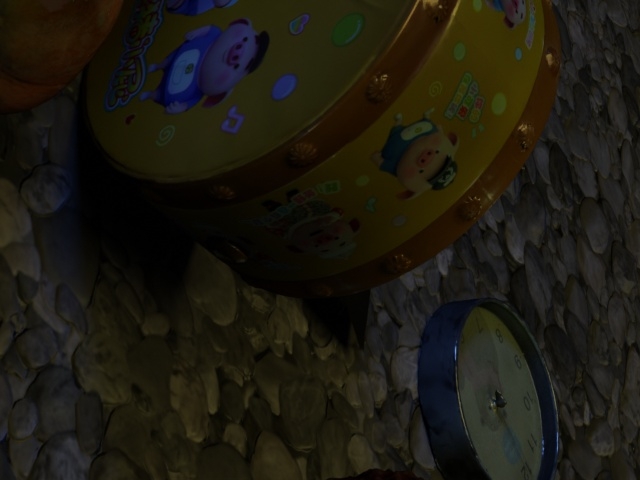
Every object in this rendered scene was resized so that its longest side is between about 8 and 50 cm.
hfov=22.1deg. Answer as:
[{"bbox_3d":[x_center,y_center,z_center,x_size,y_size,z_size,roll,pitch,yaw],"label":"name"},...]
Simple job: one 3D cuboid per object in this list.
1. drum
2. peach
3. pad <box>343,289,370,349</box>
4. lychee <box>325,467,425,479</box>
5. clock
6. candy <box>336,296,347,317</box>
[{"bbox_3d":[-0.004,-0.167,1.521,0.214,0.431,0.431,41,44,-41],"label":"drum"},{"bbox_3d":[-0.258,-0.222,1.338,0.214,0.214,0.235,60,27,-23],"label":"peach"},{"bbox_3d":[0.041,-0.093,1.844,0.247,0.007,0.367,71,21,-49],"label":"pad"},{"bbox_3d":[0.038,0.342,1.537,0.271,0.271,0.271,31,51,-49],"label":"lychee"},{"bbox_3d":[0.216,0.206,2.044,0.280,0.055,0.280,31,51,-48],"label":"clock"},{"bbox_3d":[0.000,0.000,1.800,0.053,0.046,0.182,-31,101,-60],"label":"candy"}]
